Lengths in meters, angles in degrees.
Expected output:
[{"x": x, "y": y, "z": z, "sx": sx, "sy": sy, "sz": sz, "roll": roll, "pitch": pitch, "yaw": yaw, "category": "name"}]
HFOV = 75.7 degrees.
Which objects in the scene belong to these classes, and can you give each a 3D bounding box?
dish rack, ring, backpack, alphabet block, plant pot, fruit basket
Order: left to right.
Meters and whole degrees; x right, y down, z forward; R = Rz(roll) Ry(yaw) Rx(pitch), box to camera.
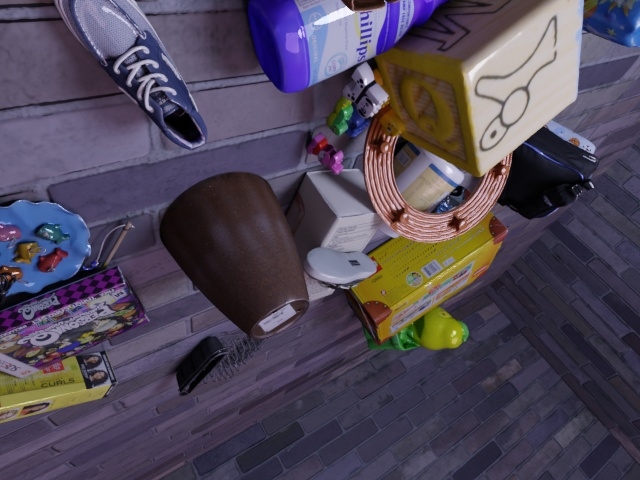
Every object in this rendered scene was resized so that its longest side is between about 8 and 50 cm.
[{"x": -0.270, "y": 0.346, "z": 1.210, "sx": 0.208, "sy": 0.074, "sz": 0.272, "roll": -46, "pitch": 152, "yaw": 22, "category": "dish rack"}, {"x": -0.123, "y": 0.041, "z": 0.694, "sx": 0.216, "sy": 0.230, "sz": 0.215, "roll": -27, "pitch": 153, "yaw": -15, "category": "plant pot"}, {"x": 0.398, "y": 0.328, "z": 1.690, "sx": 0.393, "sy": 0.282, "sz": 0.392, "roll": -14, "pitch": 162, "yaw": -5, "category": "fruit basket"}, {"x": 0.237, "y": -0.155, "z": 0.784, "sx": 0.337, "sy": 0.032, "sz": 0.336, "roll": -6, "pitch": 108, "yaw": -20, "category": "ring"}, {"x": 0.225, "y": -0.247, "z": 0.602, "sx": 0.197, "sy": 0.193, "sz": 0.192, "roll": -38, "pitch": 134, "yaw": -6, "category": "alphabet block"}, {"x": 0.600, "y": -0.197, "z": 1.162, "sx": 0.213, "sy": 0.276, "sz": 0.263, "roll": -40, "pitch": 160, "yaw": -22, "category": "backpack"}]

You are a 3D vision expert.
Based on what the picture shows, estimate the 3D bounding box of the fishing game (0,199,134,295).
[{"x": -0.404, "y": 0.024, "z": 0.547, "sx": 0.189, "sy": 0.041, "sz": 0.264, "roll": -47, "pitch": 150, "yaw": 21, "category": "fishing game"}]

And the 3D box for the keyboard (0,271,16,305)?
[{"x": -0.445, "y": 0.056, "z": 0.509, "sx": 0.108, "sy": 0.023, "sz": 0.180, "roll": 10, "pitch": 138, "yaw": -36, "category": "keyboard"}]

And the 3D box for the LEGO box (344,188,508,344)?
[{"x": 0.339, "y": 0.109, "z": 1.401, "sx": 0.501, "sy": 0.193, "sz": 0.372, "roll": -33, "pitch": 154, "yaw": -6, "category": "LEGO box"}]

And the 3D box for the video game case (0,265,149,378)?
[{"x": -0.426, "y": 0.142, "z": 0.692, "sx": 0.232, "sy": 0.041, "sz": 0.210, "roll": -24, "pitch": 160, "yaw": -22, "category": "video game case"}]

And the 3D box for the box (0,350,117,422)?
[{"x": -0.520, "y": 0.274, "z": 0.778, "sx": 0.232, "sy": 0.087, "sz": 0.058, "roll": 6, "pitch": 130, "yaw": -52, "category": "box"}]

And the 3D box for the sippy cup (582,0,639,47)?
[{"x": 0.439, "y": -0.415, "z": 0.606, "sx": 0.306, "sy": 0.224, "sz": 0.240, "roll": -29, "pitch": 153, "yaw": -13, "category": "sippy cup"}]

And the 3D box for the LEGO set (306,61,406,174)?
[{"x": 0.069, "y": -0.178, "z": 0.638, "sx": 0.087, "sy": 0.093, "sz": 0.227, "roll": -41, "pitch": -179, "yaw": -23, "category": "LEGO set"}]

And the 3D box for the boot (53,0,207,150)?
[{"x": -0.180, "y": -0.175, "z": 0.425, "sx": 0.069, "sy": 0.086, "sz": 0.190, "roll": -36, "pitch": 154, "yaw": 2, "category": "boot"}]

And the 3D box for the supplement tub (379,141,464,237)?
[{"x": 0.196, "y": -0.116, "z": 0.907, "sx": 0.199, "sy": 0.144, "sz": 0.144, "roll": -47, "pitch": 152, "yaw": 23, "category": "supplement tub"}]

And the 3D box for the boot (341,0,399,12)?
[{"x": 0.065, "y": -0.310, "z": 0.415, "sx": 0.197, "sy": 0.152, "sz": 0.073, "roll": -35, "pitch": 154, "yaw": -1, "category": "boot"}]

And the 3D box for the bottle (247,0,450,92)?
[{"x": 0.054, "y": -0.287, "z": 0.509, "sx": 0.283, "sy": 0.092, "sz": 0.118, "roll": -29, "pitch": 153, "yaw": -13, "category": "bottle"}]

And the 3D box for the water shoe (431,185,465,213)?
[{"x": 0.340, "y": -0.109, "z": 1.201, "sx": 0.203, "sy": 0.073, "sz": 0.080, "roll": -26, "pitch": 131, "yaw": -28, "category": "water shoe"}]

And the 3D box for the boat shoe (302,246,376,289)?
[{"x": 0.032, "y": 0.065, "z": 0.802, "sx": 0.070, "sy": 0.077, "sz": 0.219, "roll": -48, "pitch": 151, "yaw": 23, "category": "boat shoe"}]

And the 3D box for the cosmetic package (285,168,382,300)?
[{"x": 0.000, "y": 0.000, "z": 0.888, "sx": 0.153, "sy": 0.129, "sz": 0.296, "roll": -10, "pitch": 145, "yaw": -39, "category": "cosmetic package"}]
